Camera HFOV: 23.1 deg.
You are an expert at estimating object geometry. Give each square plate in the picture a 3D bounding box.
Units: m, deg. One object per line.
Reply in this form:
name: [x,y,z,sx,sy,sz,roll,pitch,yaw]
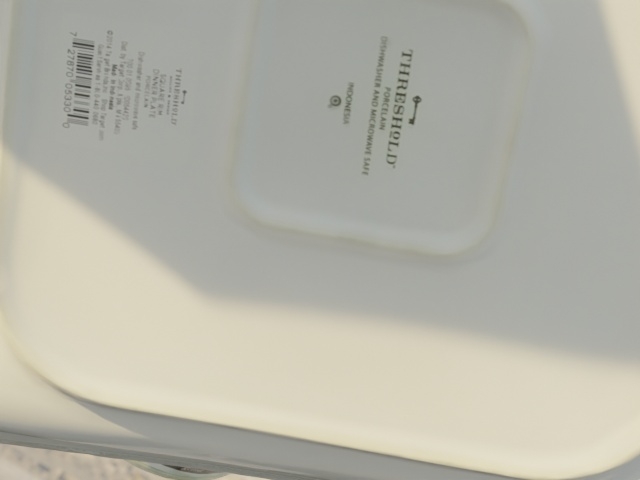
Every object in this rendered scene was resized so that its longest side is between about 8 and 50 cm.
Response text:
square plate: [0.020,-0.049,0.564,0.344,0.347,0.049,10,21,0]

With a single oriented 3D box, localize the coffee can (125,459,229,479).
coffee can: [0.000,0.000,0.855,0.201,0.202,0.275,35,-42,-29]
